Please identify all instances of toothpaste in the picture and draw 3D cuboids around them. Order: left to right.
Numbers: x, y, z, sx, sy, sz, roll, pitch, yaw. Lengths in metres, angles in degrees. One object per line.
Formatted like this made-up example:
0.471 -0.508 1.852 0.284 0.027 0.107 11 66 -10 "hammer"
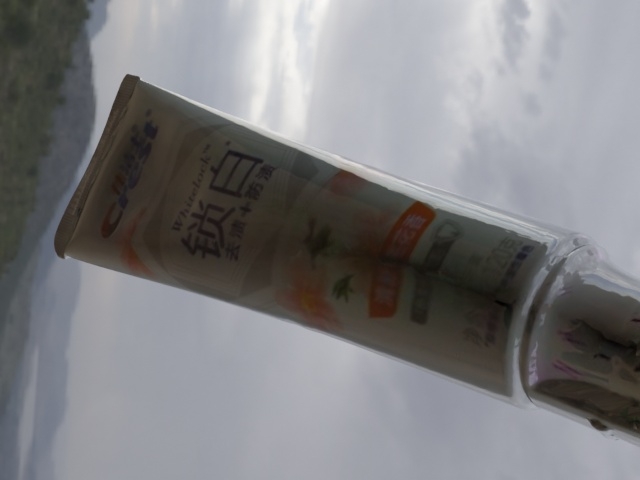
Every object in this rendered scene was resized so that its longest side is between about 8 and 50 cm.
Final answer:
0.000 0.000 0.430 0.323 0.066 0.100 18 -94 39 "toothpaste"
